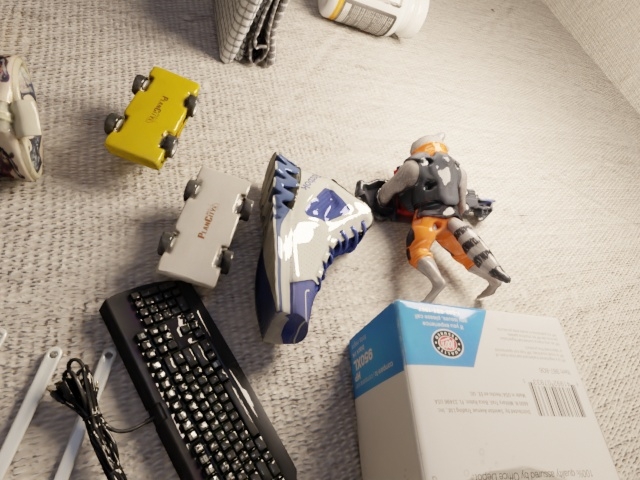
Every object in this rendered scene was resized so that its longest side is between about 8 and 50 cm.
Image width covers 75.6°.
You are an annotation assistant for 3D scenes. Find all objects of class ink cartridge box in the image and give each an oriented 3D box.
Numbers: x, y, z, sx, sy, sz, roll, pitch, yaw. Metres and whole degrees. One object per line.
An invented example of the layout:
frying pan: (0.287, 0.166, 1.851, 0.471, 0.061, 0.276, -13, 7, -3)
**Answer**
ink cartridge box: (0.208, 0.298, 0.522, 0.285, 0.166, 0.395, 9, 54, -19)

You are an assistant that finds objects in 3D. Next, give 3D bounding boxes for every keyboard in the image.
keyboard: (-0.178, 0.197, 0.488, 0.201, 0.033, 0.317, -22, 69, -39)

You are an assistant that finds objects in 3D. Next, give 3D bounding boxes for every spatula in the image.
spatula: (-0.323, 0.212, 0.422, 0.168, 0.019, 0.242, 17, 53, -17)

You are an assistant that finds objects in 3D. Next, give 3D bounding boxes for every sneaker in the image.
sneaker: (0.000, -0.001, 0.649, 0.182, 0.127, 0.316, 10, 54, -17)

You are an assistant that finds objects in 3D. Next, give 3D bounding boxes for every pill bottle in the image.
pill bottle: (0.146, -0.663, 1.137, 0.278, 0.162, 0.162, 7, 56, -22)

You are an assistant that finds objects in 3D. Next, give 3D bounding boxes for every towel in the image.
towel: (-0.136, -0.546, 0.883, 0.121, 0.235, 0.284, 4, 57, -30)

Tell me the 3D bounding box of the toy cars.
toy cars: (-0.219, -0.097, 0.643, 0.176, 0.087, 0.394, -20, 72, -28)

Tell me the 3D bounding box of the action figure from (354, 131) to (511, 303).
action figure: (0.258, -0.057, 0.782, 0.341, 0.178, 0.330, -4, 70, -25)

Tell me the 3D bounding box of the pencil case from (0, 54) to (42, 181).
pencil case: (-0.547, -0.160, 0.469, 0.410, 0.160, 0.183, 1, 17, -25)
